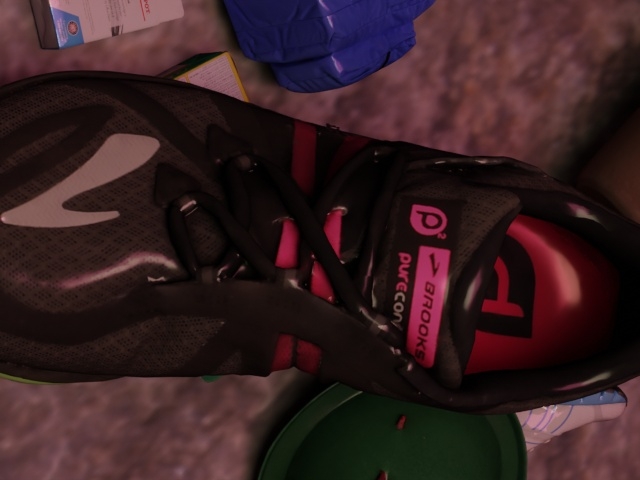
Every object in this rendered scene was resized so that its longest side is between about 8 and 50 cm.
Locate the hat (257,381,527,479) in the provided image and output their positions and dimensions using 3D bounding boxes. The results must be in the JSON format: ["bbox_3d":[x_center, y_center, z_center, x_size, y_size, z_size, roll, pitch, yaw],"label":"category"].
[{"bbox_3d":[0.054,0.194,1.092,0.208,0.183,0.173,-42,113,5],"label":"hat"}]

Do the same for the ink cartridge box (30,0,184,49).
[{"bbox_3d":[-0.126,-0.143,1.069,0.083,0.028,0.048,-18,104,-29],"label":"ink cartridge box"}]

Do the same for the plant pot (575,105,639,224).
[{"bbox_3d":[0.305,-0.041,1.242,0.229,0.263,0.263,-33,111,-5],"label":"plant pot"}]

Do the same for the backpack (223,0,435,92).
[{"bbox_3d":[0.013,-0.151,1.117,0.120,0.098,0.101,-35,116,-37],"label":"backpack"}]

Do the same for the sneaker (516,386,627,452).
[{"bbox_3d":[0.118,0.126,1.228,0.191,0.071,0.083,-1,102,-23],"label":"sneaker"}]

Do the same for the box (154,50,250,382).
[{"bbox_3d":[-0.070,-0.013,1.108,0.105,0.043,0.179,-30,107,-26],"label":"box"}]

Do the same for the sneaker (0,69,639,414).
[{"bbox_3d":[0.000,0.000,0.998,0.483,0.202,0.185,4,85,-26],"label":"sneaker"}]
